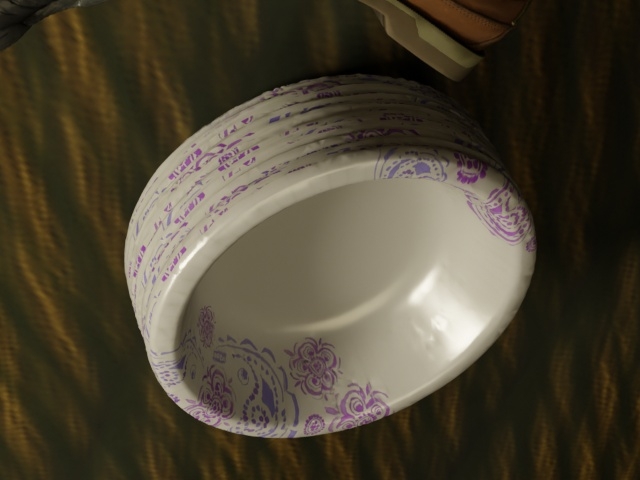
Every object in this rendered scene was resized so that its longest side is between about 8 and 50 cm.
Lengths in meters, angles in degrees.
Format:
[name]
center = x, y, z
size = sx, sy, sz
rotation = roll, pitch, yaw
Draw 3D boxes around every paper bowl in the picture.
[paper bowl]
center = 0.000, 0.000, 1.022
size = 0.284, 0.148, 0.284
rotation = -12, 138, -11

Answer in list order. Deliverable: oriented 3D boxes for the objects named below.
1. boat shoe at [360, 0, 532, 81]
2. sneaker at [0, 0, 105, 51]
[boat shoe]
center = 0.029, -0.206, 0.857
size = 0.104, 0.111, 0.307
rotation = -44, 145, 18
[sneaker]
center = -0.168, -0.173, 0.836
size = 0.170, 0.051, 0.089
rotation = -24, 140, -6
